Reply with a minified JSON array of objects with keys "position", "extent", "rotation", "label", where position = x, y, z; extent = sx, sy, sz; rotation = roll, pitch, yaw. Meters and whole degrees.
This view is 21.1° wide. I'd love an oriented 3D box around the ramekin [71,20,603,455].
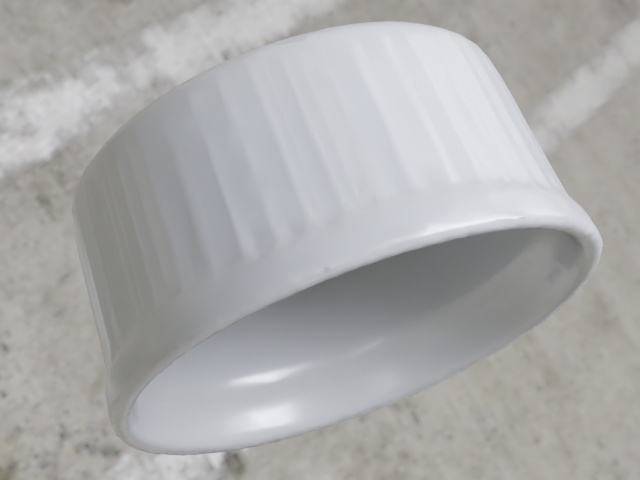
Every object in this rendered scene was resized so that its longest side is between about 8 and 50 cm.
[{"position":[0.000,0.000,0.933],"extent":[0.277,0.277,0.135],"rotation":[11,53,-57],"label":"ramekin"}]
